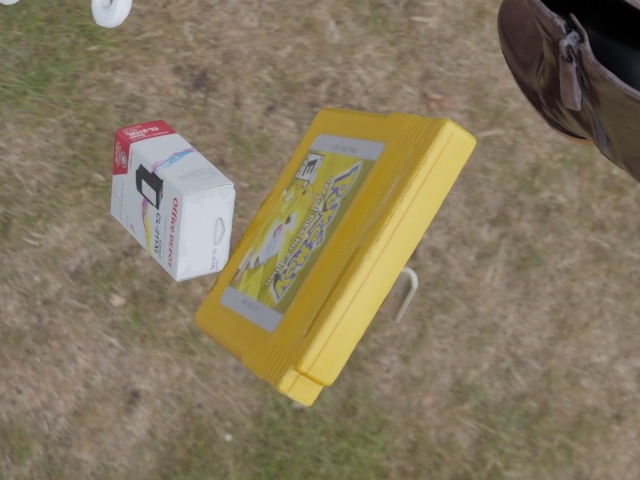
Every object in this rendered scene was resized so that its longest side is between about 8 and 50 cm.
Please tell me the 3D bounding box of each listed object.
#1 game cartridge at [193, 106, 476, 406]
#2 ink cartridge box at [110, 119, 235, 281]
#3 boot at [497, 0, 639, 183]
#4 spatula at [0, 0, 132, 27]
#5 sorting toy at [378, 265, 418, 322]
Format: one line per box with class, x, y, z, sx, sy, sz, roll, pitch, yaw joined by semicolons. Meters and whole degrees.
game cartridge;0.000;0.000;1.344;0.052;0.323;0.285;32;85;-19
ink cartridge box;-0.185;-0.051;1.693;0.072;0.175;0.127;-14;128;-32
boot;0.145;-0.104;0.706;0.090;0.248;0.207;-45;142;7
spatula;-0.099;-0.197;0.514;0.019;0.168;0.242;12;87;-50
sorting toy;0.022;0.053;1.806;0.196;0.348;0.047;22;70;3
